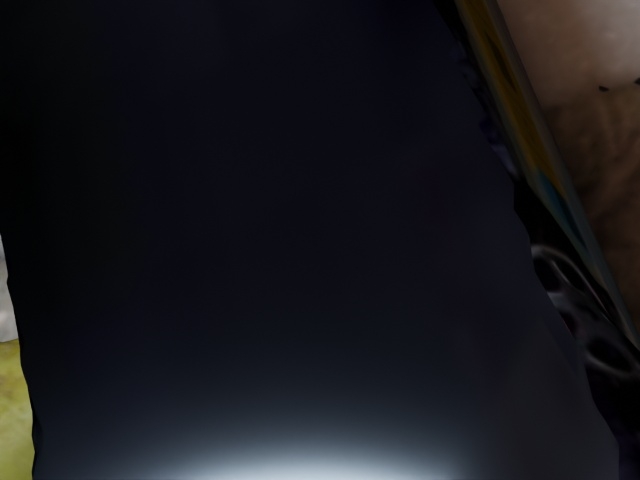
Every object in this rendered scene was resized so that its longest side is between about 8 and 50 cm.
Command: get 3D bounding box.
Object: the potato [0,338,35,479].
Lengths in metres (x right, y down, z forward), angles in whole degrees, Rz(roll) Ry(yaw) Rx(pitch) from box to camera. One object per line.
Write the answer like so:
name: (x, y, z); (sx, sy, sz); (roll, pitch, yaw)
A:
potato: (-0.157, 0.144, 0.626); (0.141, 0.191, 0.296); (41, 67, 1)

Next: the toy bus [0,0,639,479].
toy bus: (0.000, 0.000, 0.614); (0.171, 0.162, 0.386); (-27, 50, 12)
